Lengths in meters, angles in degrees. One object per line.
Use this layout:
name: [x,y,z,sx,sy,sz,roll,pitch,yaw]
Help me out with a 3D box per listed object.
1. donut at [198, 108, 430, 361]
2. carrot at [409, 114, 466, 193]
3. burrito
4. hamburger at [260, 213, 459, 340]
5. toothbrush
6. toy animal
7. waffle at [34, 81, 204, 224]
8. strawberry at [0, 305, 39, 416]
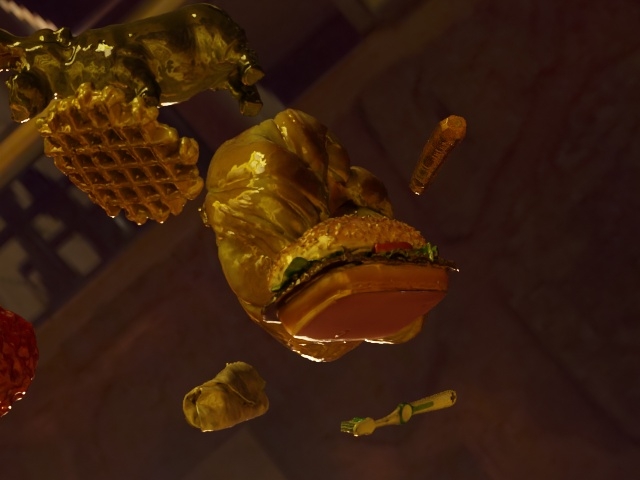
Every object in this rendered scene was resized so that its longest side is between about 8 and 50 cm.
donut: [0.000,0.000,2.001,0.360,0.170,0.360,41,33,-34]
carrot: [0.163,-0.119,2.085,0.042,0.042,0.171,52,-30,17]
burrito: [-0.124,0.210,1.980,0.087,0.060,0.226,63,13,4]
hamburger: [0.024,0.031,1.275,0.166,0.137,0.087,5,57,-46]
toothbrush: [0.115,0.232,1.991,0.030,0.030,0.304,52,26,19]
toy animal: [-0.237,-0.195,1.712,0.106,0.343,0.168,103,-24,-51]
waffle: [-0.208,-0.088,1.557,0.191,0.191,0.038,46,44,-29]
strawberry: [-0.409,0.130,1.552,0.244,0.205,0.205,-6,50,-43]
